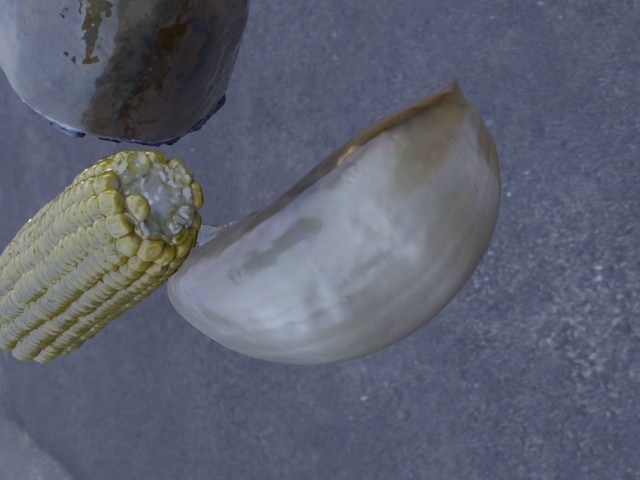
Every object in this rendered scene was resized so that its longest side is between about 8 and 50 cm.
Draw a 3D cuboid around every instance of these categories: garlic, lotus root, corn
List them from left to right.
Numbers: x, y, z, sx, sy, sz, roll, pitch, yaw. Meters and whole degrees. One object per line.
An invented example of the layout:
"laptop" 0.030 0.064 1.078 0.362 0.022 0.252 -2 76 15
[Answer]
"corn" -0.138 0.014 0.539 0.238 0.080 0.080 -34 71 50
"lotus root" -0.170 -0.232 0.815 0.272 0.272 0.192 58 138 27
"garlic" -0.011 0.013 0.727 0.338 0.196 0.151 -30 116 31
